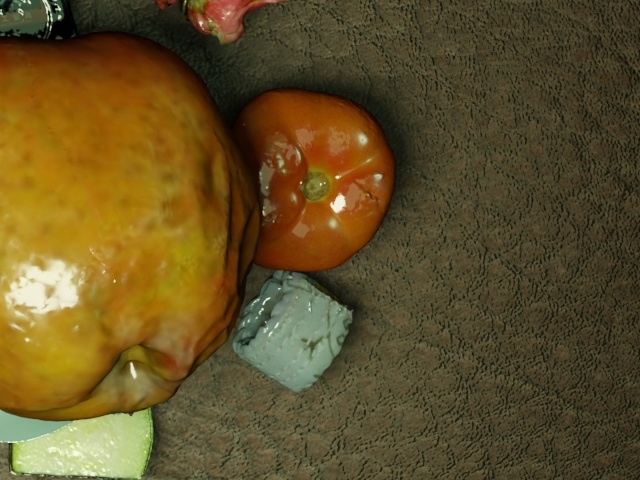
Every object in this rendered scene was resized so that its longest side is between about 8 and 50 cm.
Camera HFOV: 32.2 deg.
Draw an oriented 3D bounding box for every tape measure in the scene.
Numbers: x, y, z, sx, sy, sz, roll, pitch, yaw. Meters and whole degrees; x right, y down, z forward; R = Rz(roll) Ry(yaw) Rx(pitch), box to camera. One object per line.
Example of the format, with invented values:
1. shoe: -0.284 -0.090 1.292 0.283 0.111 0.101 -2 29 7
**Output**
1. tape measure: -0.402 -0.280 1.416 0.182 0.107 0.181 -11 103 -15

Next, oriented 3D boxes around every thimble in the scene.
1. thimble: -0.041 0.124 1.563 0.118 0.127 0.151 35 82 -19

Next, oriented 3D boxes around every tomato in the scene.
1. tomato: -0.023 -0.081 1.513 0.260 0.180 0.259 -3 101 -15

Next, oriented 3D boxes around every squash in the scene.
1. squash: -0.328 0.248 1.535 0.192 0.085 0.184 6 64 -11

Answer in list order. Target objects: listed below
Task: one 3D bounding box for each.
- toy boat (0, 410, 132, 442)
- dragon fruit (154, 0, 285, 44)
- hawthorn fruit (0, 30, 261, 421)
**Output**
1. toy boat: -0.380 0.161 1.477 0.292 0.070 0.210 -13 72 -16
2. dragon fruit: -0.132 -0.393 1.380 0.305 0.305 0.225 39 82 -17
3. hawthorn fruit: -0.285 -0.007 1.304 0.472 0.472 0.471 -2 98 -16
